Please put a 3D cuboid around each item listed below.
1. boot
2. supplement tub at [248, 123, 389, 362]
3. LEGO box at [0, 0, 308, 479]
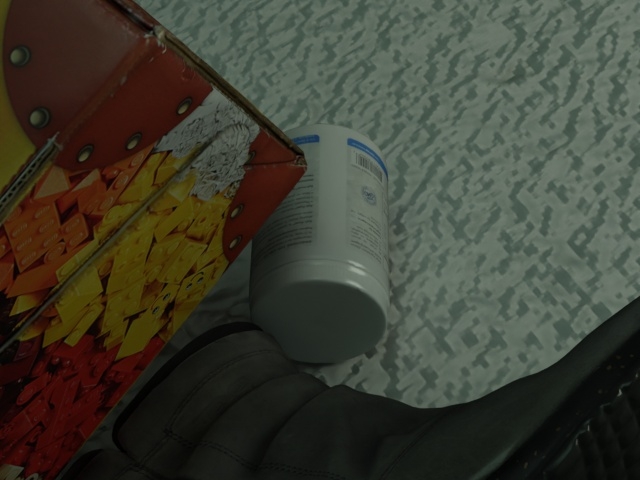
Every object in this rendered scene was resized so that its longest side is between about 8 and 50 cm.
[{"bbox_3d":[0.029,0.085,0.723,0.338,0.118,0.222,-38,43,-19],"label":"boot"},{"bbox_3d":[0.000,0.000,0.831,0.071,0.071,0.107,-9,48,13],"label":"supplement tub"},{"bbox_3d":[-0.321,-0.061,0.745,0.500,0.193,0.372,40,92,19],"label":"LEGO box"}]
